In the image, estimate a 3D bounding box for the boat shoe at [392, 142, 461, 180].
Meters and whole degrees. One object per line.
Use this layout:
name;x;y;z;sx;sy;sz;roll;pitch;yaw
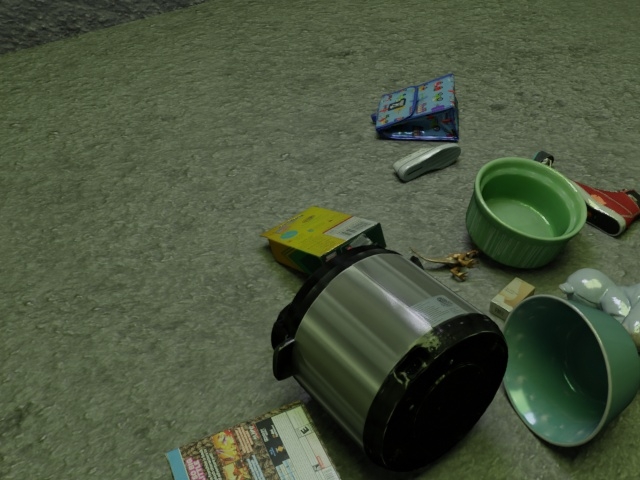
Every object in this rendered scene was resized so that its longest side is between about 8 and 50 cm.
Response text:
boat shoe;0.333;-0.264;2.198;0.226;0.083;0.076;-22;46;-18

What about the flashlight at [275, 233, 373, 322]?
flashlight;0.024;0.119;1.673;0.304;0.103;0.103;-41;59;0

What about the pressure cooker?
pressure cooker;0.128;0.212;1.450;0.420;0.370;0.375;38;94;40

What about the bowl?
bowl;0.541;0.260;1.462;0.163;0.311;0.311;-5;39;-25

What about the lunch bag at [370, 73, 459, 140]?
lunch bag;0.320;-0.439;2.388;0.293;0.138;0.221;-6;41;16

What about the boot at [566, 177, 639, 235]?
boot;0.809;-0.128;2.015;0.176;0.088;0.244;-33;57;-29

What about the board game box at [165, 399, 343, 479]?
board game box;-0.120;0.484;1.345;0.291;0.141;0.232;-18;44;-16

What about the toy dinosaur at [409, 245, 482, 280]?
toy dinosaur;0.355;0.056;1.867;0.212;0.064;0.112;-6;28;-18

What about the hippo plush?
hippo plush;0.653;0.160;1.575;0.237;0.294;0.234;20;25;35

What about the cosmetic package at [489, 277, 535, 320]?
cosmetic package;0.484;0.148;1.755;0.060;0.041;0.115;30;52;33

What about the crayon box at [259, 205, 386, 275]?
crayon box;0.000;0.000;1.875;0.202;0.081;0.319;-29;26;-25

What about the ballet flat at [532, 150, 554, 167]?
ballet flat;0.660;-0.211;2.129;0.074;0.074;0.203;24;46;28

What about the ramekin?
ramekin;0.540;-0.069;1.872;0.304;0.148;0.303;6;48;-7
